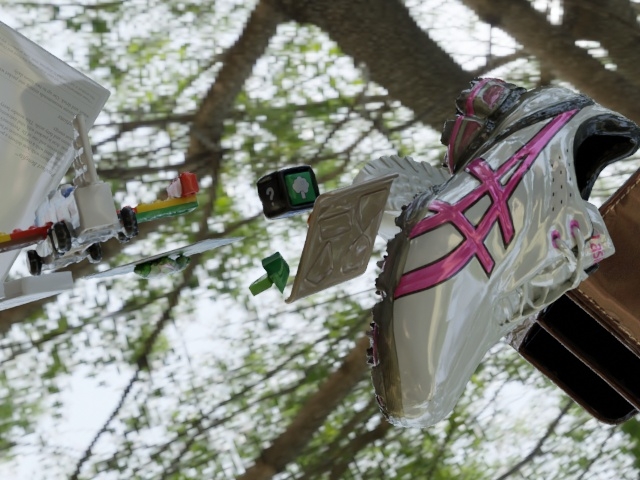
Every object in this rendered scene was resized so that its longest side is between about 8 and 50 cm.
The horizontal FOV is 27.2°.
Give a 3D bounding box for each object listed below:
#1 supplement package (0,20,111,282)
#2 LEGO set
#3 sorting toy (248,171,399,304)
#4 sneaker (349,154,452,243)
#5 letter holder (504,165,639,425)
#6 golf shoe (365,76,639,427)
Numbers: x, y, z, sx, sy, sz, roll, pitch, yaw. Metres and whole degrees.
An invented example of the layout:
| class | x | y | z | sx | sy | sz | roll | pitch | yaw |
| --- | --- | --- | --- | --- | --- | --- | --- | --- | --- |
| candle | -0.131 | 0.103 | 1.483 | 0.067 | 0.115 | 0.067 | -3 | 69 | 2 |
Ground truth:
| class | x | y | z | sx | sy | sz | roll | pitch | yaw |
| --- | --- | --- | --- | --- | --- | --- | --- | --- | --- |
| supplement package | -0.383 | -0.078 | 1.341 | 0.175 | 0.177 | 0.293 | 21 | -100 | 54 |
| LEGO set | -0.130 | -0.003 | 0.626 | 0.244 | 0.182 | 0.060 | -16 | -94 | 21 |
| sorting toy | 0.000 | 0.000 | 0.595 | 0.012 | 0.083 | 0.062 | 35 | -58 | 27 |
| sneaker | 0.091 | -0.009 | 1.159 | 0.095 | 0.235 | 0.090 | -41 | -120 | 25 |
| letter holder | 0.336 | 0.025 | 1.068 | 0.214 | 0.302 | 0.152 | 42 | -22 | 14 |
| golf shoe | 0.079 | 0.001 | 0.569 | 0.086 | 0.186 | 0.067 | 11 | -34 | 25 |
